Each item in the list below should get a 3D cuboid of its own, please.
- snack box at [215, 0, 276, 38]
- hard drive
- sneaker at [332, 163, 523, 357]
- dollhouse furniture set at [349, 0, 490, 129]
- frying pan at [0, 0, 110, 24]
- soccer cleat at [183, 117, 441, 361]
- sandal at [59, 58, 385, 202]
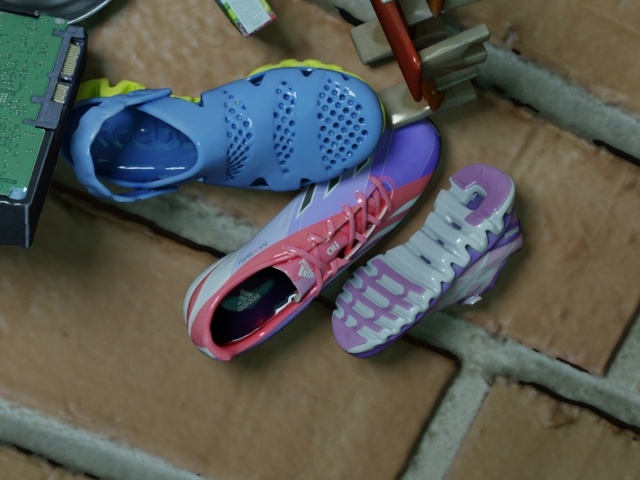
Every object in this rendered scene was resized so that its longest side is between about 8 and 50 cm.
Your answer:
[{"bbox_3d":[-0.087,-0.237,1.112,0.037,0.141,0.100,-34,106,1],"label":"snack box"},{"bbox_3d":[-0.384,-0.121,1.037,0.339,0.236,0.064,8,139,-5],"label":"hard drive"},{"bbox_3d":[0.118,0.038,1.238,0.236,0.095,0.104,-44,136,-2],"label":"sneaker"},{"bbox_3d":[0.040,-0.246,1.091,0.135,0.262,0.259,-21,72,-2],"label":"dollhouse furniture set"},{"bbox_3d":[-0.277,-0.350,1.101,0.197,0.053,0.326,-17,104,-5],"label":"frying pan"},{"bbox_3d":[0.000,0.000,1.197,0.318,0.116,0.108,-41,107,2],"label":"soccer cleat"},{"bbox_3d":[-0.099,-0.089,1.124,0.318,0.138,0.126,-7,107,5],"label":"sandal"}]
